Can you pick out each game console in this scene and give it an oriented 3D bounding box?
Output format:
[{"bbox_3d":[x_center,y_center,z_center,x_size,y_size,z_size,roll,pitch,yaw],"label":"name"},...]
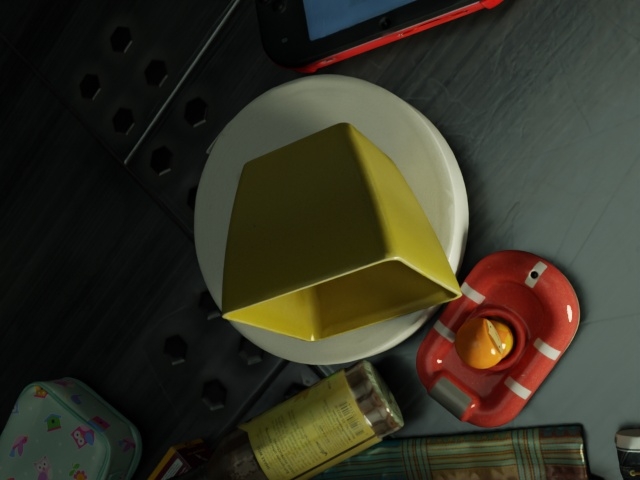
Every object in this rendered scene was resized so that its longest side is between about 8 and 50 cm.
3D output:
[{"bbox_3d":[0.070,-0.441,1.087,0.386,0.060,0.342,-14,82,23],"label":"game console"}]

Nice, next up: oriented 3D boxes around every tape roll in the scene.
[{"bbox_3d":[0.004,-0.028,1.048,0.392,0.072,0.392,-1,87,26],"label":"tape roll"}]

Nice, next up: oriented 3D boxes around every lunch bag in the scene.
[{"bbox_3d":[-0.421,0.384,1.248,0.224,0.108,0.279,29,100,21],"label":"lunch bag"}]

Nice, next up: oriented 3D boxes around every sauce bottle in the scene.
[{"bbox_3d":[-0.060,0.283,1.043,0.344,0.111,0.111,-28,75,5],"label":"sauce bottle"}]

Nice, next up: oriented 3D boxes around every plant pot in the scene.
[{"bbox_3d":[0.016,-0.011,0.901,0.212,0.212,0.187,-19,67,23],"label":"plant pot"}]

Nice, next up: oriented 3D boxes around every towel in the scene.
[{"bbox_3d":[0.175,0.392,1.006,0.370,0.040,0.271,-12,83,24],"label":"towel"}]

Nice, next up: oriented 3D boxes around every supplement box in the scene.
[{"bbox_3d":[-0.168,0.401,1.142,0.188,0.081,0.104,41,103,21],"label":"supplement box"}]

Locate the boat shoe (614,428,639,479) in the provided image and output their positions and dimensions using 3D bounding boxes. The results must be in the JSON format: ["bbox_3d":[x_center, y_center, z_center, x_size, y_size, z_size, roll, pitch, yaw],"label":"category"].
[{"bbox_3d":[0.436,0.261,0.880,0.183,0.065,0.083,-7,87,30],"label":"boat shoe"}]

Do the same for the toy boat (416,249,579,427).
[{"bbox_3d":[0.208,0.120,0.941,0.151,0.151,0.231,37,103,22],"label":"toy boat"}]
